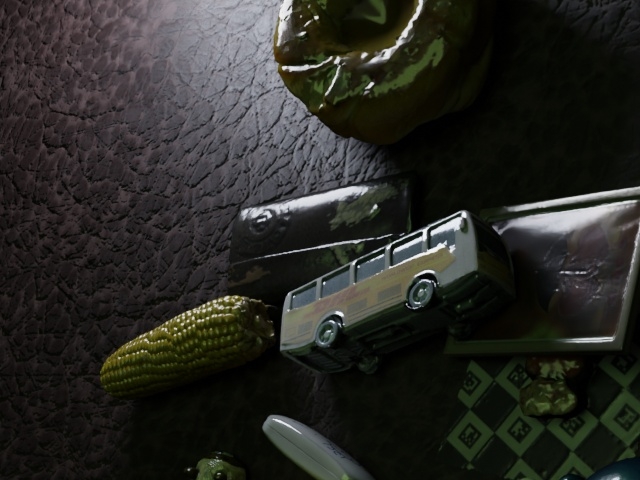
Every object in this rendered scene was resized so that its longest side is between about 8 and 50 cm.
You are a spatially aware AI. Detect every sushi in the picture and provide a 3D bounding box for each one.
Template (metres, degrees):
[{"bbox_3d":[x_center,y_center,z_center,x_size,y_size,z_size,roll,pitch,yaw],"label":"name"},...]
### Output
[{"bbox_3d":[0.278,0.156,1.557,0.264,0.050,0.290,9,75,40],"label":"sushi"}]

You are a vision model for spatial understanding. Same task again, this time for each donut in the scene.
[{"bbox_3d":[0.096,-0.315,1.855,0.360,0.170,0.360,-12,65,28],"label":"donut"}]

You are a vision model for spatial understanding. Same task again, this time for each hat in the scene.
[{"bbox_3d":[-0.149,0.336,1.794,0.077,0.059,0.076,27,91,38],"label":"hat"}]

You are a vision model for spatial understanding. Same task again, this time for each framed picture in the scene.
[{"bbox_3d":[0.282,0.043,1.578,0.289,0.020,0.211,-8,59,52],"label":"framed picture"}]

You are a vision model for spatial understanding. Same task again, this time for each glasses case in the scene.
[{"bbox_3d":[-0.001,0.287,1.690,0.197,0.076,0.049,30,90,43],"label":"glasses case"}]

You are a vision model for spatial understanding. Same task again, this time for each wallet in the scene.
[{"bbox_3d":[0.000,0.000,1.853,0.321,0.044,0.170,-11,60,33],"label":"wallet"}]

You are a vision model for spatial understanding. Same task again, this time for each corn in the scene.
[{"bbox_3d":[-0.201,0.160,1.891,0.305,0.106,0.106,-22,56,31],"label":"corn"}]

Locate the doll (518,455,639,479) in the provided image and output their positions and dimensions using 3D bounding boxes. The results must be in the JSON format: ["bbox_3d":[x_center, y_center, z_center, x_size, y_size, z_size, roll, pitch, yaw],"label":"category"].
[{"bbox_3d":[0.320,0.321,1.349,0.322,0.198,0.186,-1,55,47],"label":"doll"}]

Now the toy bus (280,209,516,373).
[{"bbox_3d":[0.097,0.079,1.681,0.342,0.097,0.138,-27,44,35],"label":"toy bus"}]
